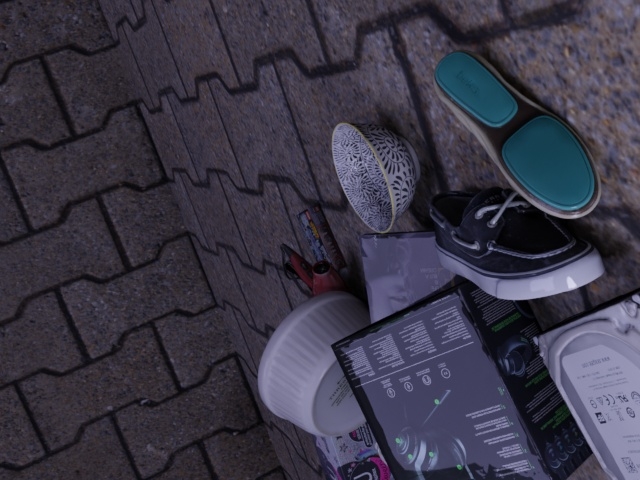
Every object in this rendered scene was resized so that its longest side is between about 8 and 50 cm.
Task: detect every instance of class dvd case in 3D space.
[{"bbox_3d":[0.141,0.096,1.228,0.165,0.018,0.221,-3,100,36],"label":"dvd case"}]

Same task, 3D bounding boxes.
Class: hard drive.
[{"bbox_3d":[0.368,0.219,0.875,0.339,0.064,0.237,62,162,9],"label":"hard drive"}]

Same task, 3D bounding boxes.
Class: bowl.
[{"bbox_3d":[0.092,-0.102,1.224,0.170,0.080,0.170,55,159,33],"label":"bowl"}]

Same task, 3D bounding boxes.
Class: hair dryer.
[{"bbox_3d":[-0.015,0.097,1.704,0.223,0.080,0.293,49,163,0],"label":"hair dryer"}]

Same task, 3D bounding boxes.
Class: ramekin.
[{"bbox_3d":[0.026,0.241,1.574,0.127,0.273,0.272,33,145,41],"label":"ramekin"}]

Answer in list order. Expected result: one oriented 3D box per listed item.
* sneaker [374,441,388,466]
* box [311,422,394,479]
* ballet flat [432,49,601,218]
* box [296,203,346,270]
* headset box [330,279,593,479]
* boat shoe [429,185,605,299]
[{"bbox_3d":[0.126,0.284,1.275,0.258,0.091,0.094,65,147,28],"label":"sneaker"},{"bbox_3d":[0.071,0.446,1.881,0.163,0.142,0.247,28,139,63],"label":"box"},{"bbox_3d":[0.211,-0.109,0.905,0.248,0.086,0.086,58,161,29],"label":"ballet flat"},{"bbox_3d":[0.000,0.000,1.702,0.137,0.027,0.094,65,162,1],"label":"box"},{"bbox_3d":[0.188,0.210,1.114,0.246,0.131,0.283,-32,82,43],"label":"headset box"},{"bbox_3d":[0.210,-0.010,0.980,0.301,0.108,0.102,-149,37,-72],"label":"boat shoe"}]
